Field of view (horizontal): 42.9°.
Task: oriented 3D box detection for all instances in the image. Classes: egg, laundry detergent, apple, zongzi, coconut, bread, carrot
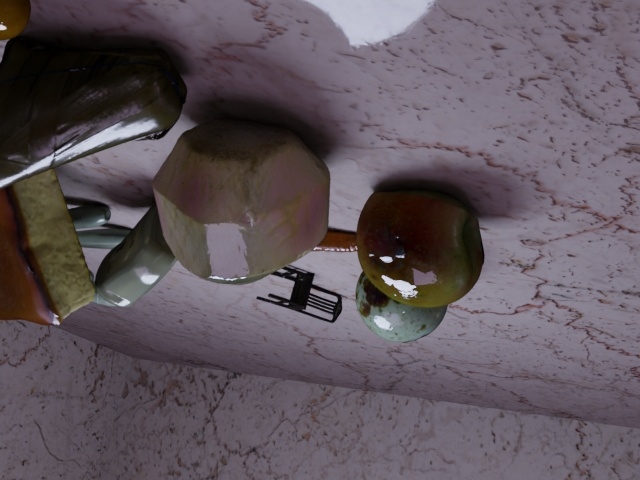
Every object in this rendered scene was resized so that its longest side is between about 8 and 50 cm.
[{"bbox_3d":[0.157,0.107,1.527,0.169,0.169,0.231,5,172,25],"label":"egg"},{"bbox_3d":[-0.356,0.038,1.570,0.091,0.181,0.253,31,129,-25],"label":"laundry detergent"},{"bbox_3d":[0.149,0.012,1.269,0.188,0.173,0.207,1,142,27],"label":"apple"},{"bbox_3d":[-0.324,-0.119,1.002,0.260,0.289,0.123,8,148,19],"label":"zongzi"},{"bbox_3d":[-0.109,-0.047,1.170,0.259,0.259,0.259,12,162,4],"label":"coconut"},{"bbox_3d":[-0.609,-0.006,1.537,0.333,0.143,0.323,-2,112,34],"label":"bread"},{"bbox_3d":[0.000,0.000,1.519,0.224,0.057,0.057,4,160,14],"label":"carrot"}]

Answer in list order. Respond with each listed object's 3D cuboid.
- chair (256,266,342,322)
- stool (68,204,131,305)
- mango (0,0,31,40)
[{"bbox_3d":[-0.026,0.126,1.850,0.213,0.084,0.101,20,165,-19],"label":"chair"},{"bbox_3d":[-0.525,0.026,1.743,0.199,0.195,0.195,2,159,16],"label":"stool"},{"bbox_3d":[-0.391,-0.287,0.874,0.102,0.084,0.184,2,153,31],"label":"mango"}]
